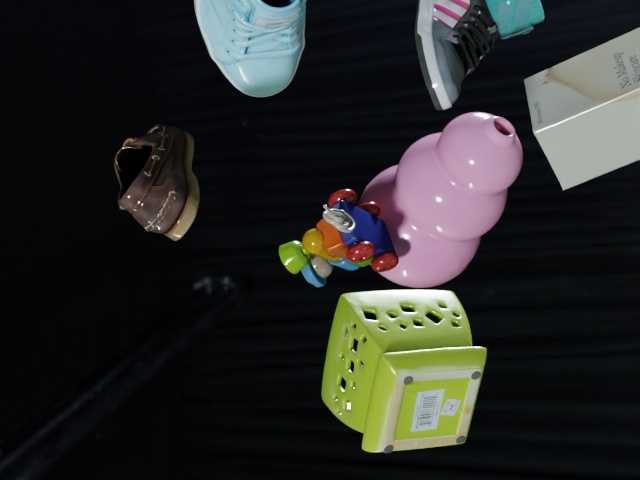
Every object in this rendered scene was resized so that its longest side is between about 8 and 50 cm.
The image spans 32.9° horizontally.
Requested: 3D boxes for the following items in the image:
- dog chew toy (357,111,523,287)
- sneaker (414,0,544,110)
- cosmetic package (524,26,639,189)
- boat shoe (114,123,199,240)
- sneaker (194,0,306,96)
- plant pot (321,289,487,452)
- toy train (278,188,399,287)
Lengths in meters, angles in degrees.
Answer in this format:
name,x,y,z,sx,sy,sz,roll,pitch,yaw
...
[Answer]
name,x,y,z,sx,sy,sz,roll,pitch,yaw
dog chew toy,0.193,-0.071,1.681,0.332,0.207,0.206,-51,11,45
sneaker,0.244,-0.318,1.621,0.123,0.179,0.295,60,-153,-43
cosmetic package,0.447,-0.207,1.482,0.113,0.310,0.160,56,-159,-30
boat shoe,-0.165,-0.072,1.060,0.073,0.073,0.207,-58,22,14
sneaker,-0.071,-0.271,1.196,0.366,0.135,0.150,87,172,-52
plant pot,0.149,0.233,1.864,0.207,0.227,0.228,-124,38,-55
toy train,0.000,0.000,1.549,0.248,0.143,0.105,22,-134,-61
